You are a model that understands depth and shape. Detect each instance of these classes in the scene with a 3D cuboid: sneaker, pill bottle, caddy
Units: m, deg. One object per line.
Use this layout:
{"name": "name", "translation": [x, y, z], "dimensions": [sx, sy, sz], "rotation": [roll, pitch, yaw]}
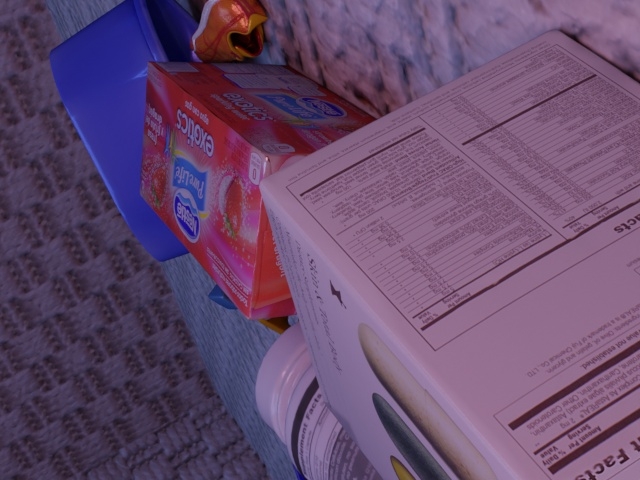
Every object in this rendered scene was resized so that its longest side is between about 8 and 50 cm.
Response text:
{"name": "sneaker", "translation": [-0.094, -0.208, 1.141], "dimensions": [0.067, 0.064, 0.175], "rotation": [51, 169, 0]}
{"name": "pill bottle", "translation": [0.069, 0.180, 0.970], "dimensions": [0.283, 0.161, 0.161], "rotation": [32, 148, 51]}
{"name": "caddy", "translation": [-0.160, -0.141, 1.285], "dimensions": [0.341, 0.179, 0.241], "rotation": [63, -171, -9]}

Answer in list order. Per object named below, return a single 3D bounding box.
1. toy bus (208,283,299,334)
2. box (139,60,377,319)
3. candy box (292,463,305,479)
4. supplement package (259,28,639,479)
{"name": "toy bus", "translation": [-0.004, 0.012, 1.143], "dimensions": [0.104, 0.202, 0.191], "rotation": [34, 176, -33]}
{"name": "box", "translation": [-0.046, -0.059, 0.984], "dimensions": [0.300, 0.154, 0.142], "rotation": [40, 129, 55]}
{"name": "candy box", "translation": [0.082, 0.326, 1.246], "dimensions": [0.317, 0.122, 0.268], "rotation": [62, -179, -33]}
{"name": "supplement package", "translation": [0.129, 0.063, 0.565], "dimensions": [0.262, 0.198, 0.199], "rotation": [48, 161, 43]}
